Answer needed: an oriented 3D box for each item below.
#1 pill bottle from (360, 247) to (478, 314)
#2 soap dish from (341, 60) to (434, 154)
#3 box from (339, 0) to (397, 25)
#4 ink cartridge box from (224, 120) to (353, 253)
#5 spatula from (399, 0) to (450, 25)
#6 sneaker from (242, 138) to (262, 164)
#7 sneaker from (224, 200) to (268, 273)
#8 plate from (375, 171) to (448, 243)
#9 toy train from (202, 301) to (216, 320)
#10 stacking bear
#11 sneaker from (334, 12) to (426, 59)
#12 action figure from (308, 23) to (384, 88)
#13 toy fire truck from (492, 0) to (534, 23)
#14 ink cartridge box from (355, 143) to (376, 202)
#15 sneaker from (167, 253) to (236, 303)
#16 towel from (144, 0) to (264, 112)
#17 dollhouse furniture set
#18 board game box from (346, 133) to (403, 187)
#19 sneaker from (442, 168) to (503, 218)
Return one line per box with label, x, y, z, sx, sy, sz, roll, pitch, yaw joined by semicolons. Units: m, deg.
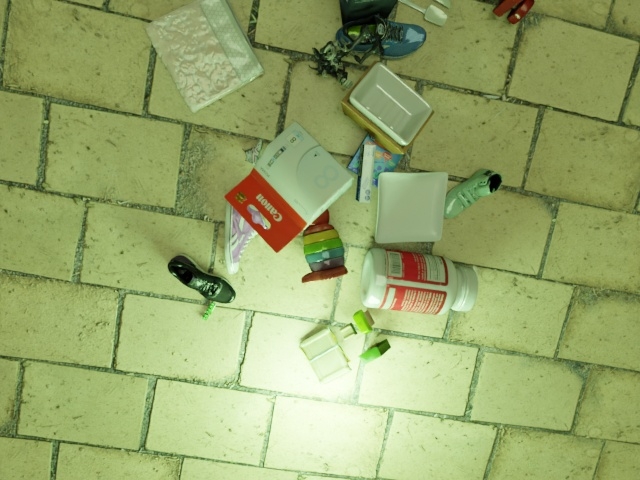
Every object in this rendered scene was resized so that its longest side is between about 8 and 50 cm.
pill bottle;0.371;0.162;1.689;0.407;0.229;0.229;8;98;-6
soap dish;0.239;-0.473;1.602;0.290;0.118;0.229;38;70;-6
box;0.149;-0.919;1.473;0.182;0.294;0.297;-8;99;-1
ink cartridge box;-0.121;-0.195;1.596;0.385;0.091;0.308;-43;80;-6
spatula;0.378;-0.916;1.632;0.241;0.019;0.168;22;97;-8
sneaker;-0.258;-0.340;1.658;0.069;0.038;0.098;15;97;-7
sneaker;-0.282;-0.008;1.677;0.160;0.102;0.282;3;98;-8
plate;0.346;-0.130;1.715;0.277;0.045;0.278;-2;107;-11
toy train;-0.440;0.280;1.749;0.023;0.017;0.083;31;95;-18
stacking bear;0.000;0.000;1.674;0.164;0.175;0.289;-12;89;-47
sneaker;0.222;-0.727;1.583;0.329;0.147;0.130;-4;99;-5
action figure;0.072;-0.628;1.534;0.275;0.141;0.164;-19;136;34
toy fire truck;0.734;-0.928;1.539;0.169;0.254;0.302;38;94;-9
ink cartridge box;0.166;-0.247;1.628;0.046;0.097;0.207;4;100;-4
sneaker;-0.455;0.165;1.675;0.283;0.124;0.107;33;95;-9
towel;-0.411;-0.680;1.588;0.316;0.053;0.332;-28;99;0
dollhouse furniture set;0.097;0.426;1.791;0.301;0.151;0.198;-32;79;18
board game box;0.221;-0.326;1.694;0.160;0.047;0.210;30;95;-8
sneaker;0.577;-0.178;1.693;0.256;0.151;0.094;-44;101;4
